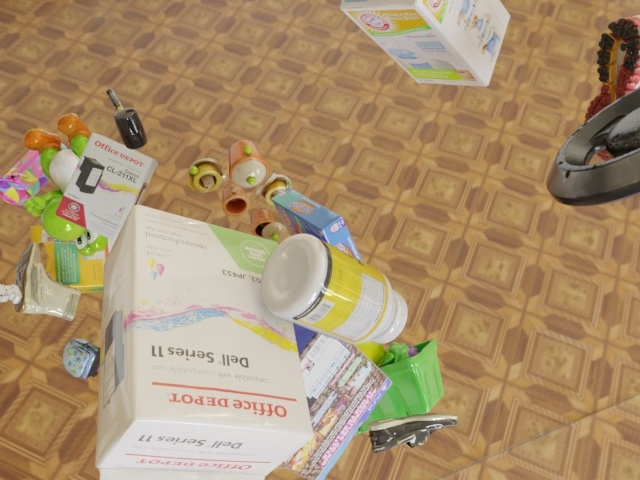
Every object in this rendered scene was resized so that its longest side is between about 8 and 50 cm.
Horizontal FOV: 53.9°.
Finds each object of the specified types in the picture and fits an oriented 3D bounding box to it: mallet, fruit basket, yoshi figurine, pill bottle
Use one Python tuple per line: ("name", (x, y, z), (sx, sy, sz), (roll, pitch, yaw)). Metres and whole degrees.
("mallet", (-0.334, -0.210, 1.069), (0.039, 0.062, 0.189), (-24, 33, -14))
("fruit basket", (0.136, 0.352, 1.834), (0.392, 0.392, 0.283), (33, 18, 20))
("yoshi figurine", (-0.642, -0.138, 1.587), (0.203, 0.203, 0.362), (-12, 73, -35))
("pill bottle", (0.023, 0.068, 0.771), (0.103, 0.184, 0.103), (-23, 54, 36))

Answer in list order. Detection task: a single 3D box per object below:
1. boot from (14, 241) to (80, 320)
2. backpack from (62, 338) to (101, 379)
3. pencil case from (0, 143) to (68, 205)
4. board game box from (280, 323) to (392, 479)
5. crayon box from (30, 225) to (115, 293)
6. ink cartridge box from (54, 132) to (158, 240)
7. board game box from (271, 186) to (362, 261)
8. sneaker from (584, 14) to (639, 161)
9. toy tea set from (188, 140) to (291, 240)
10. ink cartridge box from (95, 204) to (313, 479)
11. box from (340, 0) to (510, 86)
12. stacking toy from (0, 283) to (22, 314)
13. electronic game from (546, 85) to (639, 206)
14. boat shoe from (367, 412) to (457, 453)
("boot", (-0.764, 0.118, 1.773), (0.165, 0.077, 0.213), (21, 49, -43))
("backpack", (-0.737, 0.358, 1.929), (0.114, 0.084, 0.105), (29, 101, 21))
("pencil case", (-0.801, -0.196, 1.759), (0.104, 0.104, 0.236), (10, 41, 5))
("board game box", (-0.041, 0.257, 1.091), (0.141, 0.291, 0.232), (29, 76, 39))
("crayon box", (-0.716, 0.056, 1.940), (0.323, 0.083, 0.203), (-1, 70, -27))
("ink cartridge box", (-0.413, -0.104, 1.221), (0.127, 0.072, 0.175), (24, 90, -6))
("board game box", (0.000, 0.000, 1.169), (0.047, 0.160, 0.210), (-35, 31, -14))
("sneaker", (0.445, -0.205, 0.888), (0.093, 0.225, 0.088), (-19, 40, -19))
("toy tea set", (-0.172, -0.105, 1.599), (0.200, 0.336, 0.124), (-33, 47, 13))
("ink cartridge box", (-0.134, 0.144, 0.716), (0.207, 0.119, 0.353), (15, 43, -31))
("box", (0.135, -0.284, 0.780), (0.114, 0.203, 0.103), (15, 85, 39))
("stacking toy", (-0.668, 0.108, 1.227), (0.052, 0.167, 0.221), (13, 27, -51))
("electronic game", (0.334, -0.109, 0.631), (0.229, 0.229, 0.048), (-45, 103, -29))
("boat shoe", (0.235, 0.479, 1.581), (0.233, 0.084, 0.079), (-7, 81, -11))
